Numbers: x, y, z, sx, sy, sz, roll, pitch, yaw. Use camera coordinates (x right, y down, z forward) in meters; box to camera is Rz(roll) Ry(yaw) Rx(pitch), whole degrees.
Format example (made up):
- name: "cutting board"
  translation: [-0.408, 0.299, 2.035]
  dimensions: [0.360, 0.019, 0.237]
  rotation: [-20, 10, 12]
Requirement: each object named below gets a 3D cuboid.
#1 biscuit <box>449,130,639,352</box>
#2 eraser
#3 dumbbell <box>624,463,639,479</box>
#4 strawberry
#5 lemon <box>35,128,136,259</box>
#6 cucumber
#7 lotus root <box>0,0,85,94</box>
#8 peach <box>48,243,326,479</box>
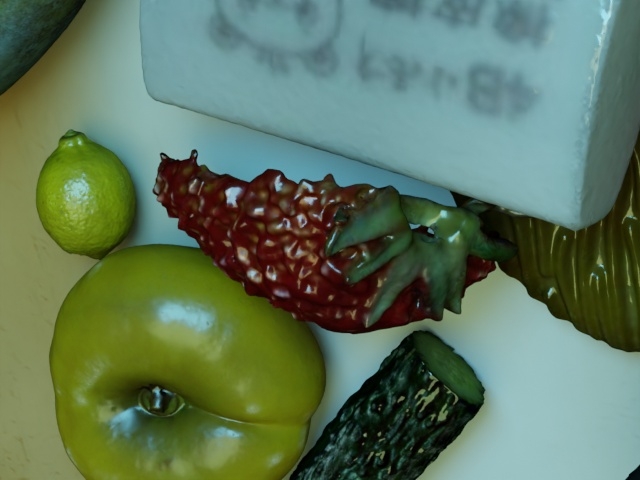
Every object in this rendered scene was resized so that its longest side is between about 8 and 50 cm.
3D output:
- name: "biscuit"
  translation: [0.213, -0.075, 0.985]
  dimensions: [0.317, 0.040, 0.318]
  rotation: [7, 112, 16]
- name: "eraser"
  translation: [0.041, -0.126, 0.959]
  dimensions: [0.270, 0.095, 0.174]
  rotation: [18, 110, 24]
- name: "dumbbell"
  translation: [0.188, 0.240, 1.042]
  dimensions: [0.185, 0.185, 0.388]
  rotation: [40, 117, -1]
- name: "strawberry"
  translation: [0.000, 0.006, 1.024]
  dimensions: [0.208, 0.167, 0.087]
  rotation: [8, 87, 56]
- name: "lemon"
  translation: [-0.144, -0.027, 1.105]
  dimensions: [0.062, 0.062, 0.083]
  rotation: [-8, 105, 20]
- name: "cucumber"
  translation: [-0.001, 0.176, 1.142]
  dimensions: [0.067, 0.067, 0.293]
  rotation: [37, 118, 1]
- name: "lotus root"
  translation: [-0.221, -0.149, 1.041]
  dimensions: [0.158, 0.140, 0.322]
  rotation: [51, 124, 13]
- name: "peach"
  translation: [-0.083, 0.088, 1.110]
  dimensions: [0.179, 0.103, 0.179]
  rotation: [5, 113, 12]
